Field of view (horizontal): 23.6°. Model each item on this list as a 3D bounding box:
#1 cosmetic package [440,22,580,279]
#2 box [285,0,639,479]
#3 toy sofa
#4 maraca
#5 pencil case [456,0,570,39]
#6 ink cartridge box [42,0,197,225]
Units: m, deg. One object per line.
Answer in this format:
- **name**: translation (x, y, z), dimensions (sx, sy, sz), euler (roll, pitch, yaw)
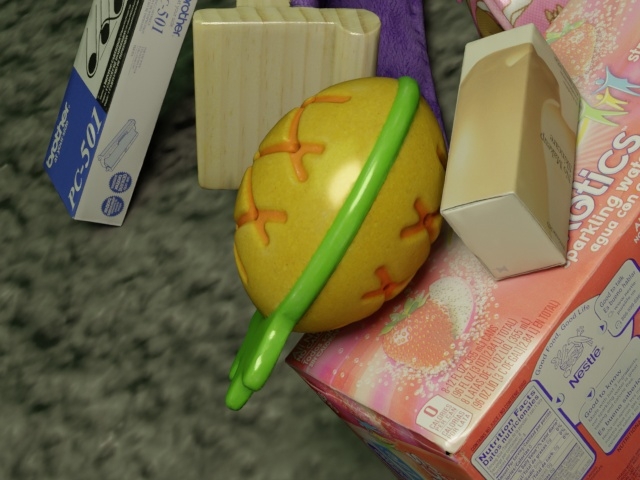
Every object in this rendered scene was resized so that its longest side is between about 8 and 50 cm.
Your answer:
- **cosmetic package**: translation (0.096, -0.045, 0.757), dimensions (0.041, 0.060, 0.115), euler (-15, 46, 30)
- **box**: translation (0.146, 0.012, 0.830), dimensions (0.142, 0.154, 0.300), euler (24, 71, 48)
- **toy sofa**: translation (0.002, -0.204, 1.099), dimensions (0.177, 0.150, 0.362), euler (1, 46, -2)
- **maraca**: translation (0.000, 0.000, 0.766), dimensions (0.185, 0.099, 0.127), euler (-60, 4, 11)
- **pencil case**: translation (0.259, -0.246, 0.985), dimensions (0.386, 0.167, 0.160), euler (-34, 7, 8)
- **ink cartridge box**: translation (-0.160, -0.126, 1.210), dimensions (0.097, 0.046, 0.207), euler (51, 126, 51)
